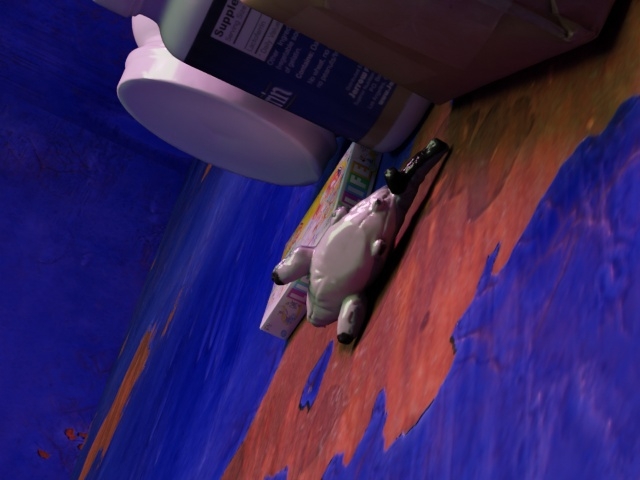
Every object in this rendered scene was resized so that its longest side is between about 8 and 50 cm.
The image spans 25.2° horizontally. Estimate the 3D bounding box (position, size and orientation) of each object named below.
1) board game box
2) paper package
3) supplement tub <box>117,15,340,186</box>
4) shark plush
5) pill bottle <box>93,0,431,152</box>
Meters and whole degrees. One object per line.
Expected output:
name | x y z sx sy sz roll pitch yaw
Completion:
board game box | 0.000 0.000 1.198 0.154 0.026 0.103 -56 13 45
paper package | 0.101 -0.258 0.856 0.309 0.168 0.325 -64 8 -5
supplement tub | -0.031 -0.242 1.343 0.331 0.241 0.241 -67 9 -15
shark plush | 0.029 -0.007 0.977 0.067 0.073 0.161 -13 -51 -62
pill bottle | -0.031 -0.186 1.111 0.153 0.265 0.153 -63 9 18
